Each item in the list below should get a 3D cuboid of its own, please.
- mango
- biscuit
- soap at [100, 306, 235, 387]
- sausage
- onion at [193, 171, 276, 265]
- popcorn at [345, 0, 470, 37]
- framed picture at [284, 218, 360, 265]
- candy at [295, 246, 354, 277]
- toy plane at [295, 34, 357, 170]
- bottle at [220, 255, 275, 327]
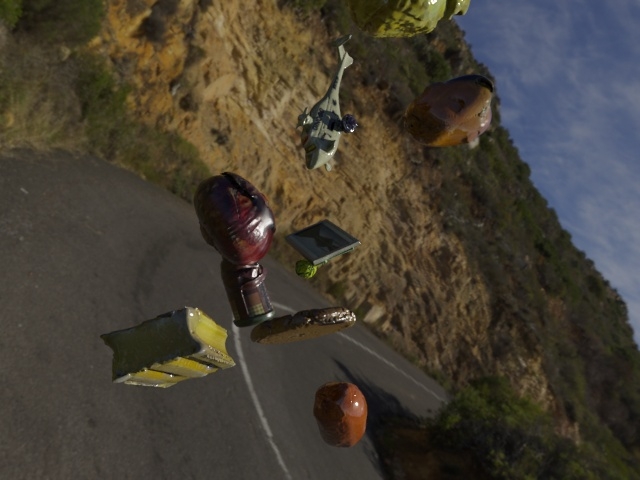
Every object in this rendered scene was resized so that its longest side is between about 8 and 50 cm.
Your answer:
[{"bbox_3d":[0.390,-0.383,1.544,0.152,0.287,0.201,93,-16,-77],"label":"mango"},{"bbox_3d":[-0.036,0.177,1.055,0.226,0.226,0.042,48,29,-72],"label":"biscuit"},{"bbox_3d":[-0.220,0.169,0.778,0.233,0.135,0.076,84,-13,-73],"label":"soap"},{"bbox_3d":[0.052,0.433,1.256,0.133,0.133,0.258,40,-27,33],"label":"sausage"},{"bbox_3d":[-0.213,-0.057,1.282,0.246,0.190,0.246,48,-19,23],"label":"onion"},{"bbox_3d":[0.170,-0.535,1.111,0.225,0.286,0.174,4,-75,51],"label":"popcorn"},{"bbox_3d":[0.000,0.000,1.448,0.203,0.150,0.015,38,-33,57],"label":"framed picture"},{"bbox_3d":[0.011,0.055,1.439,0.062,0.194,0.058,38,37,-43],"label":"candy"},{"bbox_3d":[0.016,-0.270,1.009,0.108,0.286,0.092,30,-19,-32],"label":"toy plane"},{"bbox_3d":[-0.230,0.120,1.556,0.156,0.143,0.271,167,-93,-75],"label":"bottle"}]
